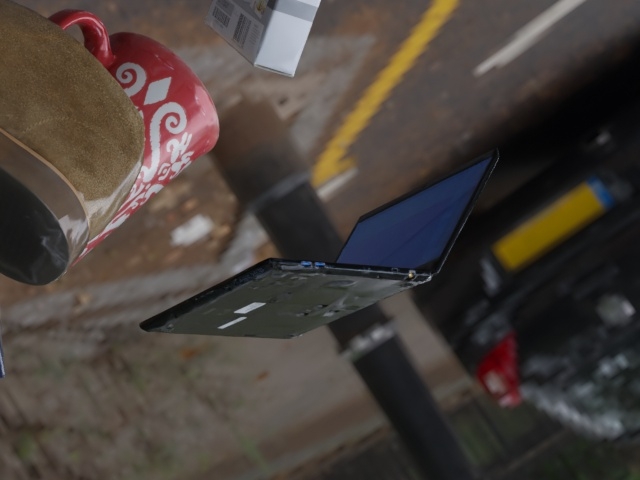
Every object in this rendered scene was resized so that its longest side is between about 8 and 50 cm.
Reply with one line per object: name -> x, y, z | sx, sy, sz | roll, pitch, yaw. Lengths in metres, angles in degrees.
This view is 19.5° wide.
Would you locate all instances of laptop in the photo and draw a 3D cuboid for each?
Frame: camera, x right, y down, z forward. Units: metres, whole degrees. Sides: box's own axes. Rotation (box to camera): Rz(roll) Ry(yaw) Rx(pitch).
laptop -> 0.000, 0.000, 1.690 | 0.264, 0.137, 0.234 | 5, 161, -33

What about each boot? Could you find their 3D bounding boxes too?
boot -> -0.232, -0.110, 1.041 | 0.115, 0.305, 0.112 | -51, -177, -40

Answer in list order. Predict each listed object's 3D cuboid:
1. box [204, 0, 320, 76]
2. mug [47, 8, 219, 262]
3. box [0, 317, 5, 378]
box -> -0.027, -0.235, 1.445 | 0.038, 0.145, 0.186 | 13, 104, -24
mug -> -0.180, -0.070, 1.336 | 0.169, 0.150, 0.113 | -48, -170, -32
box -> -0.290, 0.017, 1.521 | 0.036, 0.136, 0.225 | -10, 126, -6
